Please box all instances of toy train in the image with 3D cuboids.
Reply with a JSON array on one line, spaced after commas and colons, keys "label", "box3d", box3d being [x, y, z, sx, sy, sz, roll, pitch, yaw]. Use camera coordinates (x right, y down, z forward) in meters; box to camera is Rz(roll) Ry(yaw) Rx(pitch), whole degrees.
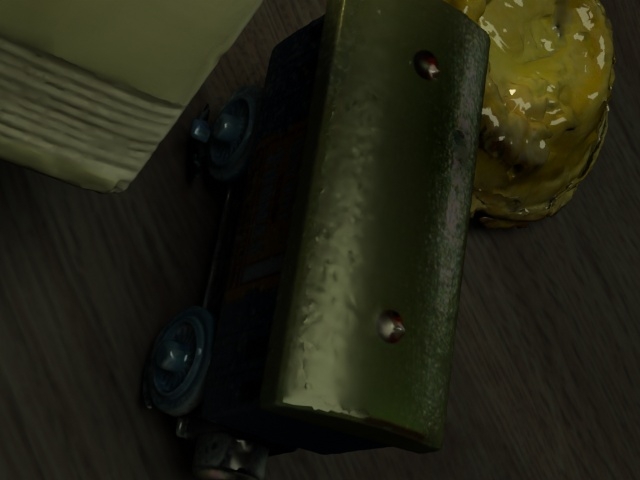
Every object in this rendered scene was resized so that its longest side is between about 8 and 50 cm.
[{"label": "toy train", "box3d": [0.000, 0.000, 0.786, 0.131, 0.202, 0.299, 21, 66, -30]}]

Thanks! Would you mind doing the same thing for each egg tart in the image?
[{"label": "egg tart", "box3d": [0.140, -0.150, 0.992, 0.279, 0.095, 0.279, 11, 69, -32]}]

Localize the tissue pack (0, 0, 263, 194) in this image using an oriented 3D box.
[{"label": "tissue pack", "box3d": [-0.231, -0.222, 0.623, 0.380, 0.207, 0.297, 19, 36, -37]}]
